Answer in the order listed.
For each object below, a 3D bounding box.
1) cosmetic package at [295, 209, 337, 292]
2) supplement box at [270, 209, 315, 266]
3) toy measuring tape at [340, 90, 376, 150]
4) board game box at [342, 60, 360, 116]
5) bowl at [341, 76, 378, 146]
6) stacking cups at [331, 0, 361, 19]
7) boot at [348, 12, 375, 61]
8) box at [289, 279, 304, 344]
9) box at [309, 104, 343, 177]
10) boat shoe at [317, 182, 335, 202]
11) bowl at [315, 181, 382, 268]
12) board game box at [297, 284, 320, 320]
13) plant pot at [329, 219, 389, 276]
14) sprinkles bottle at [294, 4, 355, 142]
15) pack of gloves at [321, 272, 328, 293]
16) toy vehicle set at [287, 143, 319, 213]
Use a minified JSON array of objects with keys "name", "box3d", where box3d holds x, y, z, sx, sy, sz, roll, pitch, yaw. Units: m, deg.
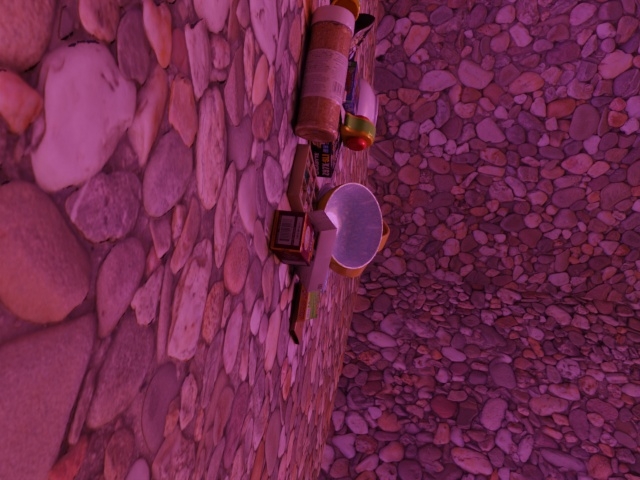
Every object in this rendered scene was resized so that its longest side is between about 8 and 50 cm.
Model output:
[{"name":"cosmetic package","box3d":[-0.017,0.034,1.627,0.098,0.061,0.238,56,-35,43]},{"name":"supplement box","box3d":[-0.069,-0.002,1.440,0.188,0.081,0.103,65,32,-74]},{"name":"toy measuring tape","box3d":[0.124,-0.383,1.793,0.330,0.122,0.121,72,26,-71]},{"name":"board game box","box3d":[0.105,-0.495,1.843,0.201,0.035,0.136,53,44,-78]},{"name":"bowl","box3d":[0.150,-0.503,2.141,0.298,0.134,0.297,-174,-90,-89]},{"name":"stacking cups","box3d":[0.106,-0.838,1.888,0.316,0.096,0.095,-73,167,-49]},{"name":"boot","box3d":[0.105,-0.666,1.911,0.236,0.085,0.178,-50,158,-26]},{"name":"box","box3d":[-0.066,0.232,1.840,0.164,0.021,0.201,79,19,-63]},{"name":"box","box3d":[0.029,-0.400,1.790,0.257,0.080,0.321,86,14,-45]},{"name":"boat shoe","box3d":[0.029,-0.143,2.012,0.228,0.080,0.076,77,0,-55]},{"name":"bowl","box3d":[0.060,-0.047,1.848,0.290,0.156,0.289,1,88,-43]},{"name":"board game box","box3d":[-0.033,0.203,1.845,0.259,0.039,0.124,29,69,-78]},{"name":"plant pot","box3d":[0.140,0.018,2.352,0.254,0.254,0.238,-66,175,-63]},{"name":"sprinkles bottle","box3d":[0.012,-0.451,1.491,0.121,0.122,0.354,55,42,-77]},{"name":"pack of gloves","box3d":[-0.014,0.075,2.049,0.195,0.046,0.231,46,49,-62]},{"name":"toy vehicle set","box3d":[-0.047,-0.145,1.622,0.266,0.035,0.165,76,23,-67]}]
